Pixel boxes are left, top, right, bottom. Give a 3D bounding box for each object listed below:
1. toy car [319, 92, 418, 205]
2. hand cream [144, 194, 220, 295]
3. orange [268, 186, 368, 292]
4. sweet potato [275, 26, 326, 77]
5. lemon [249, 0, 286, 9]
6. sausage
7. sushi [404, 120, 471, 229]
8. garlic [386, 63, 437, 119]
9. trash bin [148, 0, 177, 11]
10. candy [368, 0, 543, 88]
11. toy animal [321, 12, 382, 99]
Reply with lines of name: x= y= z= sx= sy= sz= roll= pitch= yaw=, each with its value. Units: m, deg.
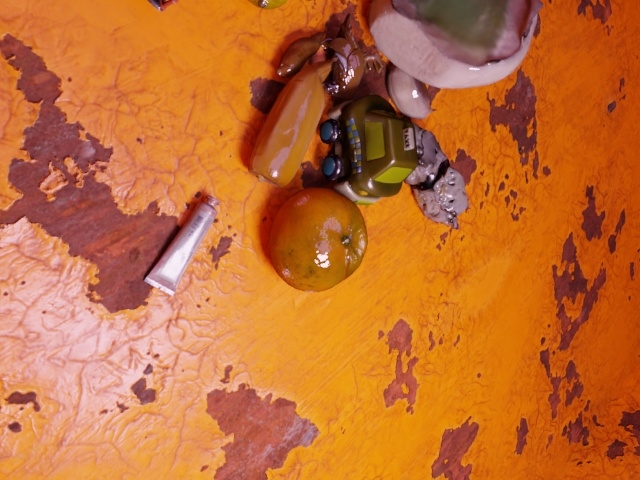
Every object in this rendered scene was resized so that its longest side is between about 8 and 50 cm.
toy car: x=0.133 y=-0.217 z=1.256 sx=0.204 sy=0.198 sz=0.247 roll=1 pitch=80 yaw=-43
hand cream: x=-0.265 y=0.005 z=1.083 sx=0.067 sy=0.043 sz=0.209 roll=37 pitch=78 yaw=-34
orange: x=0.000 y=0.000 z=1.211 sx=0.240 sy=0.171 sz=0.240 roll=-7 pitch=101 yaw=-38
sweet potato: x=-0.037 y=-0.421 z=1.205 sx=0.195 sy=0.056 sz=0.056 roll=-50 pitch=123 yaw=-30
lemon: x=-0.105 y=-0.524 z=1.095 sx=0.109 sy=0.109 sz=0.133 roll=18 pitch=69 yaw=-39
sausage: x=-0.052 y=-0.268 z=1.173 sx=0.112 sy=0.112 sz=0.328 roll=32 pitch=78 yaw=-37
sushi: x=0.290 y=-0.175 z=1.453 sx=0.124 sy=0.130 sz=0.332 roll=-51 pitch=123 yaw=-22
garlic: x=0.247 y=-0.386 z=1.422 sx=0.198 sy=0.091 sz=0.128 roll=52 pitch=52 yaw=-27
trash bin: x=-0.248 y=-0.543 z=0.947 sx=0.238 sy=0.161 sz=0.184 roll=-53 pitch=125 yaw=-26
candy: x=0.328 y=-0.537 z=1.317 sx=0.427 sy=0.386 sz=0.186 roll=-54 pitch=164 yaw=-24
toy animal: x=0.043 y=-0.416 z=1.255 sx=0.179 sy=0.089 sz=0.188 roll=-20 pitch=114 yaw=-20
